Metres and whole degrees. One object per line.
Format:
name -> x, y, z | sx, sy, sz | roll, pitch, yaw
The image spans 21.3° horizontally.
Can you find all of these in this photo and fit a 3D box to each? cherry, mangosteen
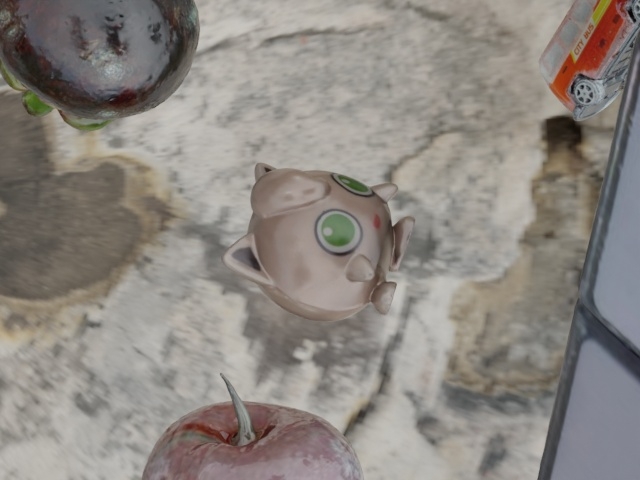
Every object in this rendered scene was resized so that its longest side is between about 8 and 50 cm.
cherry -> -0.066, 0.267, 1.727 | 0.213, 0.236, 0.285 | -15, 102, -30
mangosteen -> -0.231, -0.214, 1.645 | 0.216, 0.216, 0.216 | -1, 92, -17

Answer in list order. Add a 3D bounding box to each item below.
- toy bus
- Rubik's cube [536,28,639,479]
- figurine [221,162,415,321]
toy bus -> 0.259, -0.189, 1.507 | 0.077, 0.174, 0.079 | 45, 42, 16
Rubik's cube -> 0.319, 0.068, 0.746 | 0.313, 0.318, 0.316 | -16, 134, -27
figurine -> 0.000, 0.000, 1.312 | 0.138, 0.125, 0.125 | 24, 85, -3
